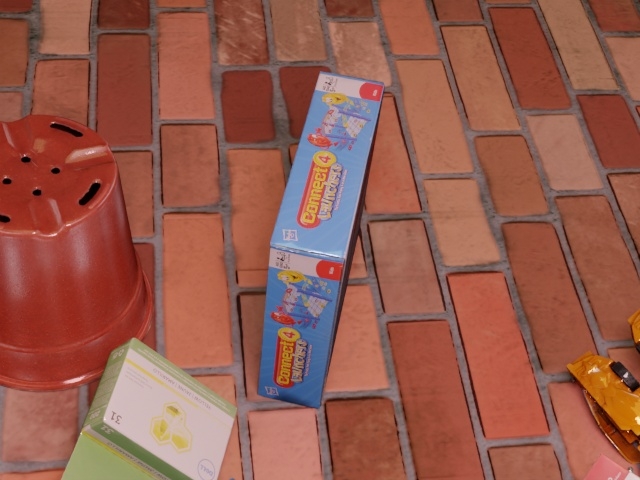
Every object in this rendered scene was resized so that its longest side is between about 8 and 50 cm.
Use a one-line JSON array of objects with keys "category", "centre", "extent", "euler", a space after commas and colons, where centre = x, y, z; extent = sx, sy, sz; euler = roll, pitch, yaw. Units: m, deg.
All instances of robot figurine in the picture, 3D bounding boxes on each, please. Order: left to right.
[{"category": "robot figurine", "centre": [0.457, 0.225, 1.358], "extent": [0.211, 0.085, 0.291], "euler": [-39, 59, 3]}]

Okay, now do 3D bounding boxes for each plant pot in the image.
[{"category": "plant pot", "centre": [-0.350, 0.003, 1.369], "extent": [0.272, 0.265, 0.272], "euler": [3, 48, -4]}]

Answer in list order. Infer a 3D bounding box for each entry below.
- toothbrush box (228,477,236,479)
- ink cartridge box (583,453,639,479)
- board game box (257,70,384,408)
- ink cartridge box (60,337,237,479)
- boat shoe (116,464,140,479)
[{"category": "toothbrush box", "centre": [-0.122, 0.429, 1.113], "extent": [0.216, 0.126, 0.295], "euler": [37, 54, 22]}, {"category": "ink cartridge box", "centre": [0.393, 0.331, 1.233], "extent": [0.198, 0.115, 0.067], "euler": [32, 85, 31]}, {"category": "board game box", "centre": [0.000, 0.000, 1.387], "extent": [0.086, 0.302, 0.308], "euler": [11, 48, 3]}, {"category": "ink cartridge box", "centre": [-0.198, 0.253, 1.248], "extent": [0.171, 0.056, 0.235], "euler": [40, 41, -25]}, {"category": "boat shoe", "centre": [-0.285, 0.311, 1.247], "extent": [0.072, 0.068, 0.190], "euler": [20, 37, 29]}]
